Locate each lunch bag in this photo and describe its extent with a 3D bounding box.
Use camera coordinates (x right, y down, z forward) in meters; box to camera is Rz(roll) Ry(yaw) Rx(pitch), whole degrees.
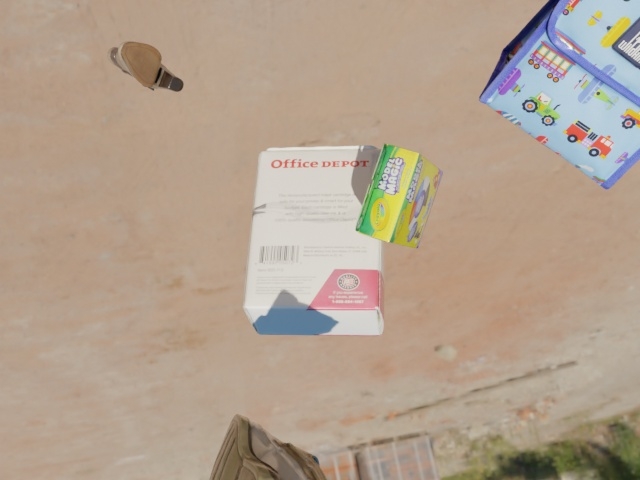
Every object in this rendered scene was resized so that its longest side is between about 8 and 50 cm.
[{"bbox_3d":[0.385,-0.242,1.064,0.221,0.138,0.293,34,141,-4],"label":"lunch bag"}]

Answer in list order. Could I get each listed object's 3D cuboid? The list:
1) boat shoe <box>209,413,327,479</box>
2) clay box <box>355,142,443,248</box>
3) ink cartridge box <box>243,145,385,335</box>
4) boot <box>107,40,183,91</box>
[{"bbox_3d":[-0.058,0.278,0.930,0.103,0.113,0.302,21,179,-13],"label":"boat shoe"},{"bbox_3d":[0.114,-0.059,1.176,0.053,0.127,0.222,19,-176,17],"label":"clay box"},{"bbox_3d":[0.000,0.000,1.321,0.207,0.283,0.117,0,152,8],"label":"ink cartridge box"},{"bbox_3d":[-0.214,-0.204,0.953,0.087,0.042,0.118,28,177,31],"label":"boot"}]
